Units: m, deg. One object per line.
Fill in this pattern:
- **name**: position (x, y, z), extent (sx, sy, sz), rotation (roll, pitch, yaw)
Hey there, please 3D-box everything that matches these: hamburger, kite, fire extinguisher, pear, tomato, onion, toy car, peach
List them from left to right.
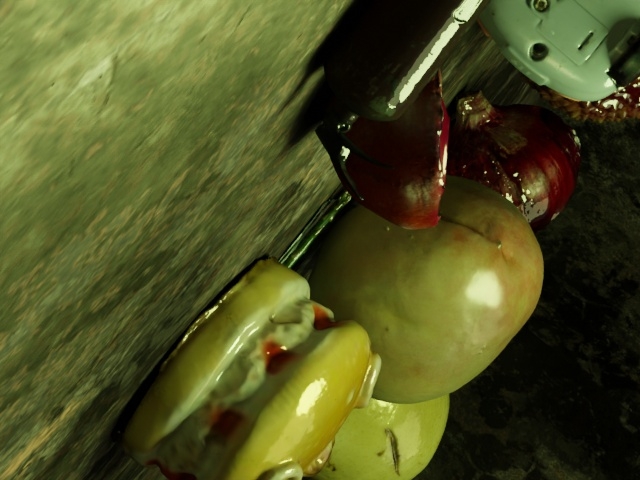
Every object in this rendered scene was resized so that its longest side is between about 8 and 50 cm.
- **hamburger**: position (-0.073, 0.181, 1.556), extent (0.303, 0.186, 0.261), rotation (-52, 174, 37)
- **kite**: position (0.003, 0.002, 1.822), extent (0.204, 0.022, 0.360), rotation (-53, 173, 22)
- **pear**: position (0.051, 0.216, 2.220), extent (0.309, 0.309, 0.309), rotation (-50, 174, -7)
- **tomato**: position (0.051, -0.102, 1.202), extent (0.173, 0.099, 0.189), rotation (86, 2, -61)
- **peach**: position (0.124, 0.053, 1.744), extent (0.292, 0.248, 0.292), rotation (-23, -172, 4)
- **fire extinguisher**: position (0.079, -0.157, 1.055), extent (0.268, 0.089, 0.072), rotation (-52, 172, 14)
- **onion**: position (0.239, -0.109, 2.096), extent (0.252, 0.219, 0.252), rotation (-15, -152, 8)
- **toy car**: position (0.266, -0.265, 1.461), extent (0.270, 0.180, 0.212), rotation (-51, -176, -4)

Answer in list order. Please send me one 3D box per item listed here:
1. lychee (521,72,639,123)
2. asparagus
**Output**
- **lychee**: position (0.337, -0.272, 1.693), extent (0.271, 0.271, 0.271), rotation (-50, 174, -7)
- **asparagus**: position (-0.008, -0.006, 1.656), extent (0.163, 0.016, 0.016), rotation (-49, 150, 1)
